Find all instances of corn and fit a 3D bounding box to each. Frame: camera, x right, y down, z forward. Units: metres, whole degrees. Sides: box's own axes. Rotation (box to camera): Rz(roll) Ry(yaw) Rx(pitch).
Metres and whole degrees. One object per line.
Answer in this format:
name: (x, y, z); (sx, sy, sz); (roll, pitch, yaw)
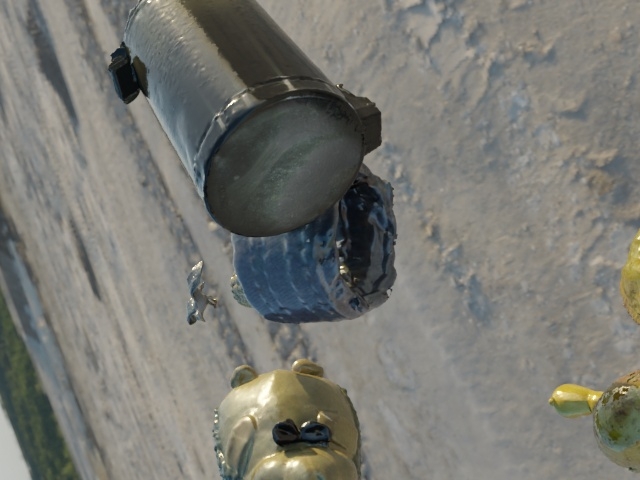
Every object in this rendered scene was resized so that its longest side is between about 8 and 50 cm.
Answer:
corn: (-0.098, 0.063, 1.312); (0.080, 0.080, 0.231); (67, 162, 6)

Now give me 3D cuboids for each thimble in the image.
thimble: (0.000, 0.000, 1.196); (0.172, 0.236, 0.205); (-8, 138, 31)

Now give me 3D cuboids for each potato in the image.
potato: (0.344, 0.195, 0.915); (0.170, 0.107, 0.080); (64, -179, -56)

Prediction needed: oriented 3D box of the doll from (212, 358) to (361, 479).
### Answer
doll: (-0.042, 0.349, 1.312); (0.247, 0.248, 0.349); (93, 169, -47)

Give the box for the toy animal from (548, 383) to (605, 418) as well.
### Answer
toy animal: (0.542, 0.321, 1.695); (0.159, 0.083, 0.070); (-7, 77, 46)

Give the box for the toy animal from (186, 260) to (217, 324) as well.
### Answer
toy animal: (-0.124, 0.066, 0.894); (0.050, 0.028, 0.084); (49, 142, 40)

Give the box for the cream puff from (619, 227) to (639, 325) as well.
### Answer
cream puff: (0.412, 0.042, 0.809); (0.196, 0.244, 0.244); (-78, -19, -61)

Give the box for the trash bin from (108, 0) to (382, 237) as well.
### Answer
trash bin: (-0.101, -0.175, 1.042); (0.301, 0.252, 0.202); (55, 161, 39)
